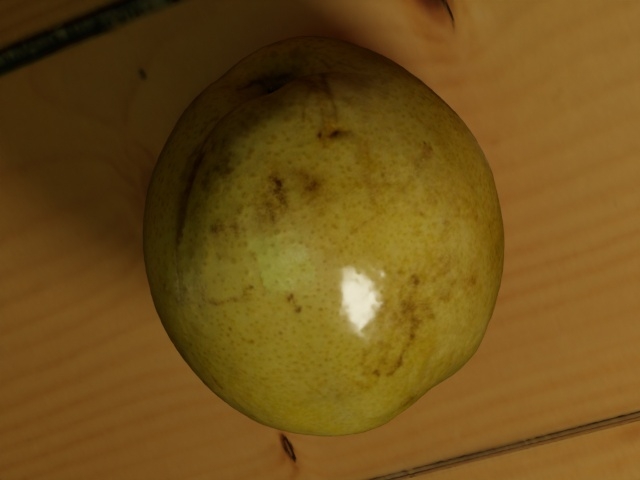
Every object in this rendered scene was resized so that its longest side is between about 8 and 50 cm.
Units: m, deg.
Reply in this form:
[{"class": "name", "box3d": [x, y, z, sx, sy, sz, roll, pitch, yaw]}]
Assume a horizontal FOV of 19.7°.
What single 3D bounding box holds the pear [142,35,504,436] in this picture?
[{"class": "pear", "box3d": [0.000, 0.000, 1.493, 0.314, 0.314, 0.314, 8, 114, 18]}]
